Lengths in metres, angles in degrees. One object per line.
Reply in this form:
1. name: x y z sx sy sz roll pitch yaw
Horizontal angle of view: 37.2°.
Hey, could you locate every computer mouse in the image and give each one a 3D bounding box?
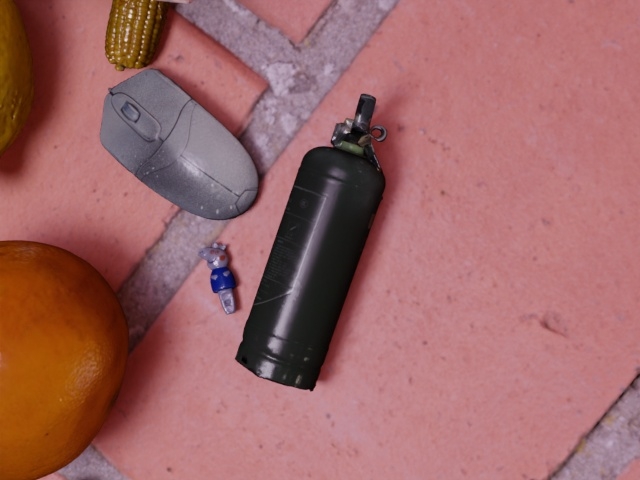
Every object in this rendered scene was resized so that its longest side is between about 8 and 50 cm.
1. computer mouse: -0.167 -0.111 1.071 0.229 0.068 0.113 38 95 12

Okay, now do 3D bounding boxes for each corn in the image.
1. corn: -0.201 -0.294 1.087 0.068 0.068 0.207 15 90 14

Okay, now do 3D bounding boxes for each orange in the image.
1. orange: -0.324 0.127 1.002 0.261 0.261 0.261 -1 88 13

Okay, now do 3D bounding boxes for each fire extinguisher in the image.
1. fire extinguisher: 0.000 0.000 1.006 0.095 0.114 0.311 19 91 5

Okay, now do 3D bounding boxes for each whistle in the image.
1. whistle: -0.113 0.043 1.072 0.033 0.029 0.083 -16 80 -6

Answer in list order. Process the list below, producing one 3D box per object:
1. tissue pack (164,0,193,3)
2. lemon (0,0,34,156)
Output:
1. tissue pack: -0.242 -0.358 1.041 0.325 0.071 0.170 16 89 36
2. lemon: -0.444 -0.198 1.051 0.245 0.245 0.319 -19 93 12
